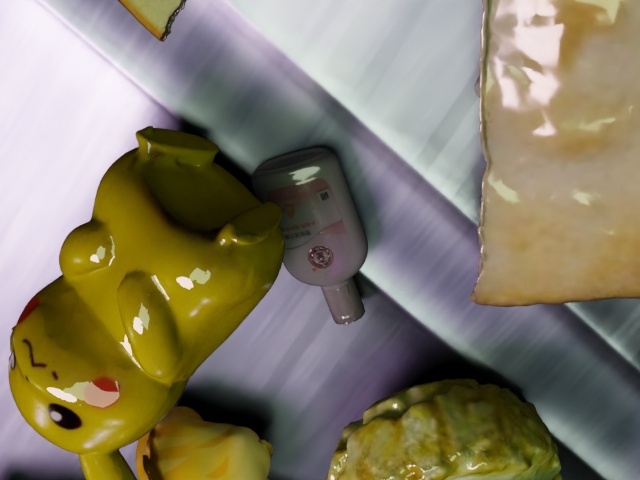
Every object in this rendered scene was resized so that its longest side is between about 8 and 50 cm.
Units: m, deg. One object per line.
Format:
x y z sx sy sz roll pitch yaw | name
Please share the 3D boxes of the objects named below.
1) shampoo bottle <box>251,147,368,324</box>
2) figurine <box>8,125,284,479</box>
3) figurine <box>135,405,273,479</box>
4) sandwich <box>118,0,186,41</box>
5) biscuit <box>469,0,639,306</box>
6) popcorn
0.000 0.000 1.068 0.080 0.040 0.165 -15 116 11 | shampoo bottle
-0.166 0.061 1.030 0.327 0.169 0.218 -50 62 14 | figurine
-0.094 0.258 1.183 0.156 0.131 0.246 -33 126 18 | figurine
-0.158 -0.258 0.879 0.187 0.144 0.117 30 115 -12 | sandwich
0.311 -0.140 0.915 0.446 0.104 0.429 -4 122 14 | biscuit
0.111 0.224 1.110 0.221 0.184 0.204 -25 128 3 | popcorn
